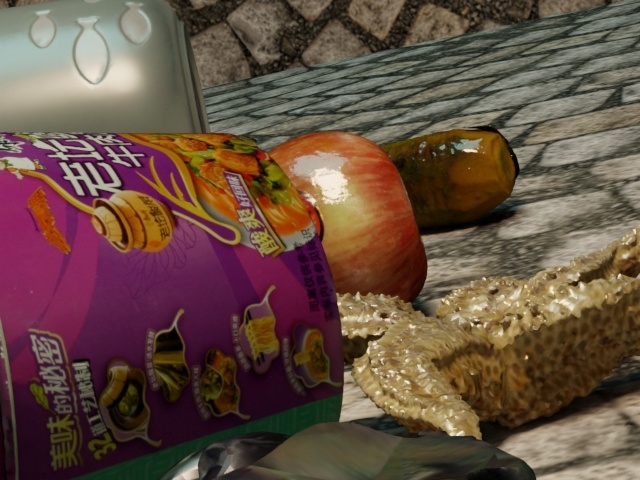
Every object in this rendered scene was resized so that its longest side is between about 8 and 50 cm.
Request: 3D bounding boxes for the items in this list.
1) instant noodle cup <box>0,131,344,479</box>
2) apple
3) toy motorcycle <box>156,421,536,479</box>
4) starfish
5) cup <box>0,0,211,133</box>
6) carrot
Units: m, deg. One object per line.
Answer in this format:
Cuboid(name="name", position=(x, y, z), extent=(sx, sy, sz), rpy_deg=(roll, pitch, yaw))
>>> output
Cuboid(name="instant noodle cup", position=(-0.117, 0.054, 0.947), extent=(0.190, 0.251, 0.251), rpy_deg=(-9, 7, -32))
Cuboid(name="apple", position=(0.000, 0.000, 1.300), extent=(0.131, 0.146, 0.146), rpy_deg=(-19, 10, 2))
Cuboid(name="toy motorcycle", position=(0.008, 0.135, 0.678), extent=(0.159, 0.106, 0.270), rpy_deg=(-26, 27, -37))
Cuboid(name="starfish", position=(0.096, 0.049, 1.069), extent=(0.293, 0.084, 0.301), rpy_deg=(-15, 14, -33))
Cuboid(name="cup", position=(-0.229, -0.060, 1.634), extent=(0.274, 0.259, 0.356), rpy_deg=(-12, 24, -1))
Cuboid(name="carrot", position=(0.077, -0.044, 1.600), extent=(0.173, 0.082, 0.082), rpy_deg=(-16, 8, 27))
